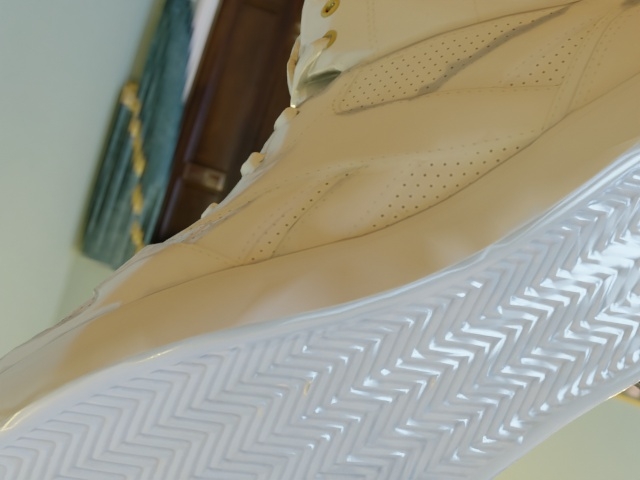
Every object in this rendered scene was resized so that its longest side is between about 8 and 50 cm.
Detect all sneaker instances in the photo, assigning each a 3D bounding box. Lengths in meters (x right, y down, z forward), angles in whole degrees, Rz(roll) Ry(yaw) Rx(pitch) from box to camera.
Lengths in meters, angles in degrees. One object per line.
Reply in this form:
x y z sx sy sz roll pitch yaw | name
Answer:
0.000 0.000 0.411 0.108 0.293 0.169 64 178 -36 | sneaker

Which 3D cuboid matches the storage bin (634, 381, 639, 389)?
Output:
0.335 0.098 1.291 0.135 0.098 0.091 40 -179 12 | storage bin
